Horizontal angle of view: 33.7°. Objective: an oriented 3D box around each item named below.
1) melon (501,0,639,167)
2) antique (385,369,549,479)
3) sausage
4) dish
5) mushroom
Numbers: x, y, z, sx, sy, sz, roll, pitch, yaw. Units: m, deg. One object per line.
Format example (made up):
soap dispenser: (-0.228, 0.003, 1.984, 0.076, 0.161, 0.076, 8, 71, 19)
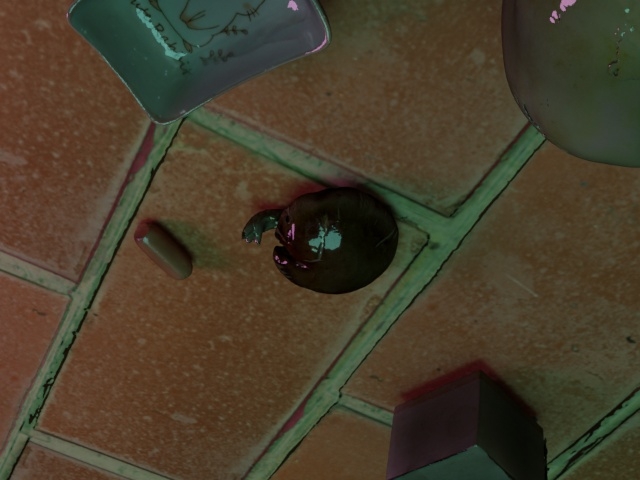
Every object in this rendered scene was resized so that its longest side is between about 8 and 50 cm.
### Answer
melon: (0.255, -0.198, 0.822, 0.223, 0.223, 0.317, 7, 132, 3)
antique: (0.184, 0.263, 1.316, 0.146, 0.148, 0.152, -30, 121, 30)
sausage: (-0.181, 0.013, 1.224, 0.034, 0.034, 0.083, -24, 125, 28)
dish: (-0.106, -0.214, 0.970, 0.212, 0.077, 0.151, -22, 124, 27)
mushroom: (0.000, 0.001, 1.151, 0.170, 0.080, 0.135, 6, 123, 0)
